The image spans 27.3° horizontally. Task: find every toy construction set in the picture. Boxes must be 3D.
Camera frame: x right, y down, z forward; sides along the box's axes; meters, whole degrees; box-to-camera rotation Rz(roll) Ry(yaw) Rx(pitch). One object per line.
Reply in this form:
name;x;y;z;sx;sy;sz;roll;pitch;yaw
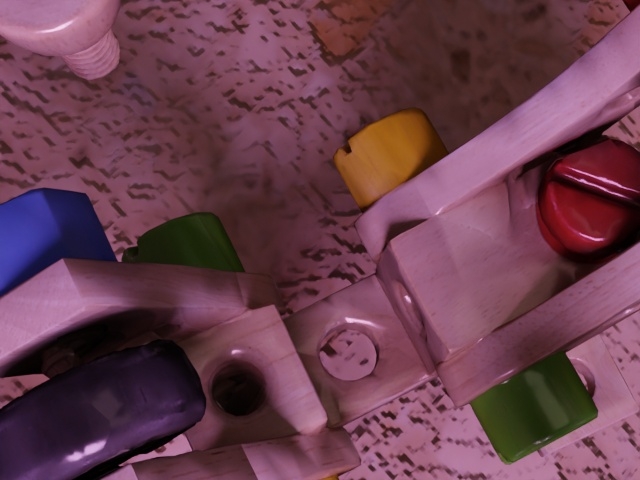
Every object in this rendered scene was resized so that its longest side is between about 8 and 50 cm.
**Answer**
toy construction set;0.000;0.000;0.432;0.309;0.237;0.257;37;83;6
